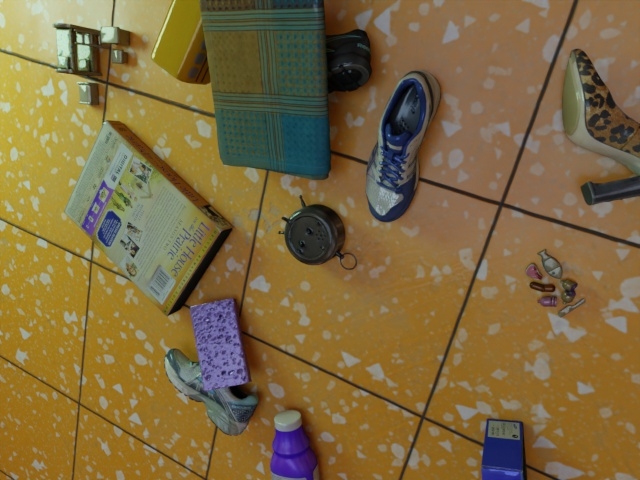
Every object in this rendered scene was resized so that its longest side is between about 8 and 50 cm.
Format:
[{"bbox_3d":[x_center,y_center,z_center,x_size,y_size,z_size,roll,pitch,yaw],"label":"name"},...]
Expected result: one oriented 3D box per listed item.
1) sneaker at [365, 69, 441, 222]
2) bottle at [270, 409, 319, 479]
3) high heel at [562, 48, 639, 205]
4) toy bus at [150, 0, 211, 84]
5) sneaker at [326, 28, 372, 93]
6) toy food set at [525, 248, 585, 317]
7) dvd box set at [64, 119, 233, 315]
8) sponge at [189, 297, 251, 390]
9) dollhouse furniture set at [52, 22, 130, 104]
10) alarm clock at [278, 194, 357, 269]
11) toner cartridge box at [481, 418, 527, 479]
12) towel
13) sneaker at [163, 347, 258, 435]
[{"bbox_3d":[0.137,-0.171,0.919,0.111,0.131,0.297,17,110,18],"label":"sneaker"},{"bbox_3d":[-0.065,0.562,1.200,0.118,0.092,0.283,-2,101,24],"label":"bottle"},{"bbox_3d":[0.506,-0.198,0.790,0.186,0.093,0.262,-11,89,8],"label":"high heel"},{"bbox_3d":[-0.220,-0.496,0.999,0.108,0.130,0.333,39,114,11],"label":"toy bus"},{"bbox_3d":[-0.013,-0.341,0.980,0.267,0.101,0.106,-4,70,32],"label":"sneaker"},{"bbox_3d":[0.430,0.085,0.909,0.078,0.019,0.122,-44,83,26],"label":"toy food set"},{"bbox_3d":[-0.451,-0.055,1.245,0.420,0.062,0.308,41,115,11],"label":"dvd box set"},{"bbox_3d":[-0.247,0.255,1.199,0.117,0.031,0.210,-14,81,7],"label":"sponge"},{"bbox_3d":[-0.554,-0.422,1.181,0.160,0.101,0.182,10,106,22],"label":"dollhouse furniture set"},{"bbox_3d":[0.000,0.000,1.060,0.192,0.064,0.129,36,114,9],"label":"alarm clock"},{"bbox_3d":[0.375,0.556,0.964,0.075,0.165,0.349,-4,101,25],"label":"toner cartridge box"},{"bbox_3d":[-0.104,-0.308,0.943,0.271,0.040,0.371,13,124,24],"label":"towel"},{"bbox_3d":[-0.275,0.361,1.257,0.283,0.110,0.122,38,96,9],"label":"sneaker"}]
